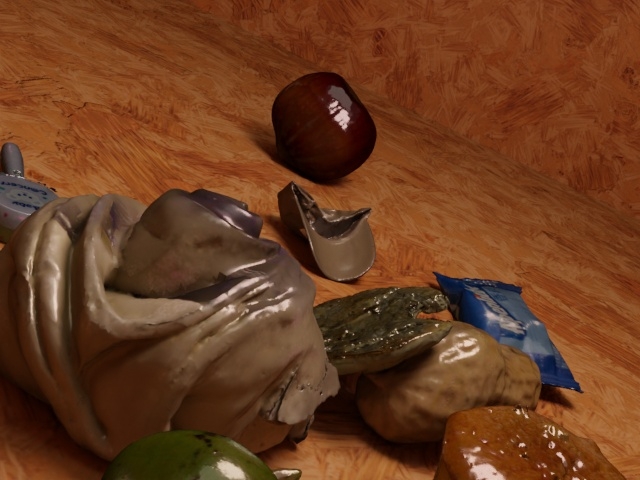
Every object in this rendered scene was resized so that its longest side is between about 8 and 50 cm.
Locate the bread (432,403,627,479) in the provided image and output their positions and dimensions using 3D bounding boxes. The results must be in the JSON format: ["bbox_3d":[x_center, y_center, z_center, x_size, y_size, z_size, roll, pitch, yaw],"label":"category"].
[{"bbox_3d":[0.225,0.288,0.989,0.268,0.146,0.268,23,24,-11],"label":"bread"}]

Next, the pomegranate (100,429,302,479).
[{"bbox_3d":[-0.093,0.237,0.761,0.156,0.156,0.220,39,-8,33],"label":"pomegranate"}]

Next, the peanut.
[{"bbox_3d":[0.179,0.180,1.186,0.291,0.159,0.143,8,48,-43],"label":"peanut"}]

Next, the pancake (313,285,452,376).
[{"bbox_3d":[0.045,0.113,1.162,0.253,0.037,0.253,-15,14,4],"label":"pancake"}]

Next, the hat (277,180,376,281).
[{"bbox_3d":[0.000,0.000,1.585,0.166,0.144,0.173,18,65,-26],"label":"hat"}]

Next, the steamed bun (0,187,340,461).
[{"bbox_3d":[-0.147,0.055,0.973,0.394,0.237,0.347,19,20,-18],"label":"steamed bun"}]

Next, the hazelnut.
[{"bbox_3d":[0.003,-0.231,1.965,0.229,0.230,0.229,23,20,-9],"label":"hazelnut"}]

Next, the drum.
[{"bbox_3d":[-0.391,-0.066,1.259,0.130,0.049,0.253,21,20,-14],"label":"drum"}]

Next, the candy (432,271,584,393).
[{"bbox_3d":[0.307,0.144,1.562,0.187,0.077,0.331,12,22,-16],"label":"candy"}]
